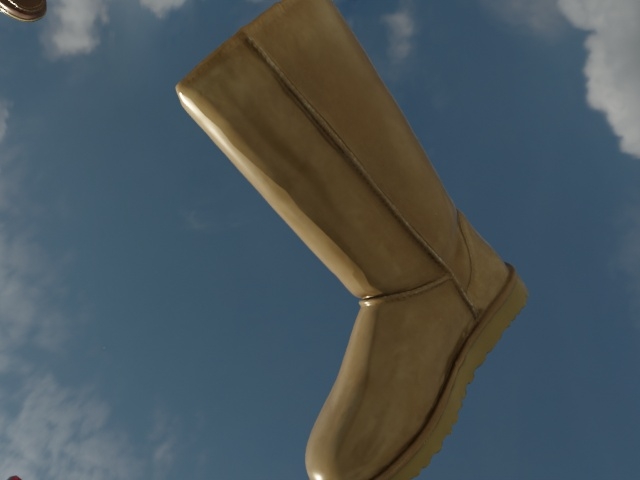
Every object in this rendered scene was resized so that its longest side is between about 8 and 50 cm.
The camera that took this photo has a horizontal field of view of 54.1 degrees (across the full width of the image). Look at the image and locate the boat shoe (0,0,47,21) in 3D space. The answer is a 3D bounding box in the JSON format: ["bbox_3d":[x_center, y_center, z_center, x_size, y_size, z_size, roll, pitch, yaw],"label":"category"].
[{"bbox_3d":[-0.370,-0.330,0.697,0.064,0.060,0.178,-39,-78,-31],"label":"boat shoe"}]

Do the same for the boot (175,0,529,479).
[{"bbox_3d":[0.000,0.000,0.414,0.269,0.089,0.236,51,-123,-14],"label":"boot"}]

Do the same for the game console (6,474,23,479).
[{"bbox_3d":[-0.494,0.511,0.747,0.060,0.342,0.386,29,-97,-13],"label":"game console"}]
